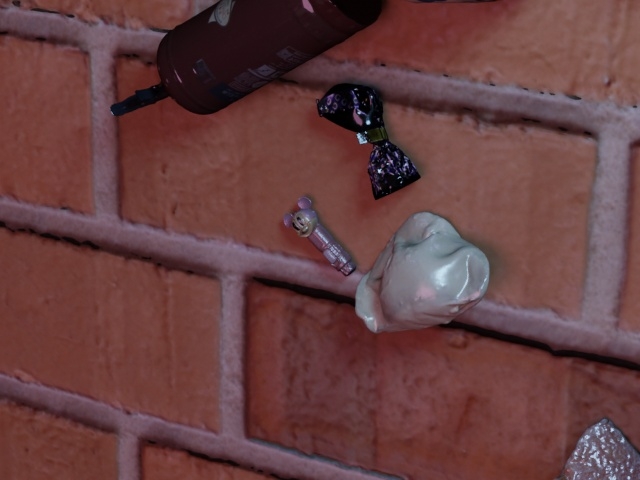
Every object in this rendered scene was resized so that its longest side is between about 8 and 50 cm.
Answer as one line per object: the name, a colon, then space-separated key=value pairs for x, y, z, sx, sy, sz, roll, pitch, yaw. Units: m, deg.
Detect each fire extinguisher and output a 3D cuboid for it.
fire extinguisher: x=-0.095 y=-0.231 z=2.031 sx=0.337 sy=0.135 sz=0.114 roll=-26 pitch=88 yaw=35

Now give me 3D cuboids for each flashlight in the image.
flashlight: x=0.000 y=0.000 z=2.121 sx=0.110 sy=0.031 sz=0.052 roll=47 pitch=123 yaw=6

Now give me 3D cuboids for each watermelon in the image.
watermelon: x=0.339 y=0.324 z=2.001 sx=0.207 sy=0.136 sz=0.202 roll=-5 pitch=112 yaw=15

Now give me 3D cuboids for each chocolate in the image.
chocolate: x=0.057 y=-0.121 z=2.028 sx=0.072 sy=0.070 sz=0.147 roll=-34 pitch=90 yaw=6

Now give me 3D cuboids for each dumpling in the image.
dumpling: x=0.122 y=0.033 z=2.040 sx=0.169 sy=0.099 sz=0.134 roll=-35 pitch=51 yaw=53

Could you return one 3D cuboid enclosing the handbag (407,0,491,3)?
handbag: x=0.122 y=-0.376 z=1.828 sx=0.193 sy=0.190 sz=0.252 roll=2 pitch=102 yaw=32
